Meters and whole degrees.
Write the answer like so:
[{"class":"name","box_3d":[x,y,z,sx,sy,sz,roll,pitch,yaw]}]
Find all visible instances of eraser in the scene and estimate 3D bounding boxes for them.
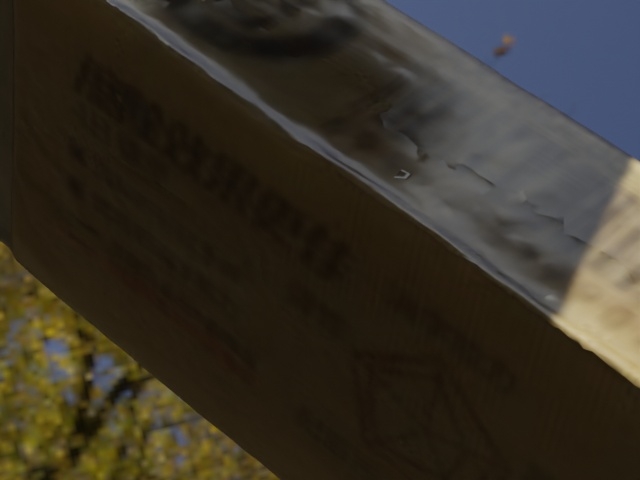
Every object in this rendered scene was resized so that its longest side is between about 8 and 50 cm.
[{"class":"eraser","box_3d":[0.000,0.000,0.568,0.343,0.078,0.144,37,-40,24]}]
